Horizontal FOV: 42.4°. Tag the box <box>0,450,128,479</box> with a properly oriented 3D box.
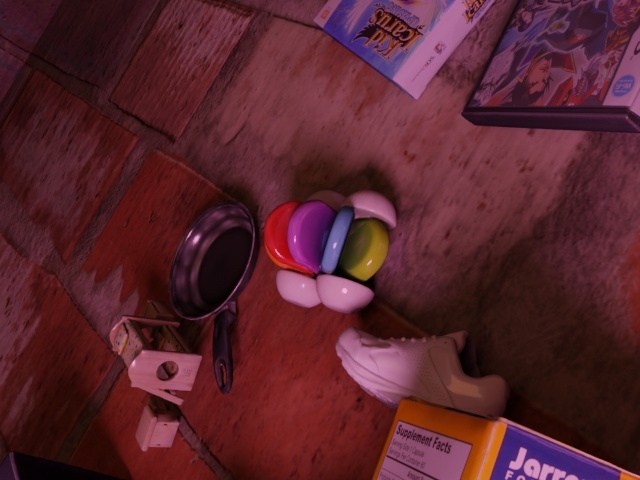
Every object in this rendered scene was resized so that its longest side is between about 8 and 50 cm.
[{"bbox_3d":[-0.395,0.539,1.078,0.395,0.212,0.293,-53,40,6],"label":"box"}]

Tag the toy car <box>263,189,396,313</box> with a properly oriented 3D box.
[{"bbox_3d":[0.000,0.000,1.056,0.182,0.136,0.159,4,69,48],"label":"toy car"}]

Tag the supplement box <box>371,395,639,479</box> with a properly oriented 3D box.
[{"bbox_3d":[0.117,0.325,0.632,0.356,0.195,0.194,-68,11,-10],"label":"supplement box"}]

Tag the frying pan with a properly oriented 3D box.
[{"bbox_3d":[-0.133,0.063,1.228,0.197,0.053,0.326,-54,41,8],"label":"frying pan"}]

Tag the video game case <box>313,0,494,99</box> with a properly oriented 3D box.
[{"bbox_3d":[0.134,-0.364,1.206,0.244,0.061,0.269,-52,40,10],"label":"video game case"}]

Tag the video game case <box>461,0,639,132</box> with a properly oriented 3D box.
[{"bbox_3d":[0.302,-0.241,0.930,0.275,0.035,0.248,19,81,62],"label":"video game case"}]

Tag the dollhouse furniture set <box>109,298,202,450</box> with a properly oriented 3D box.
[{"bbox_3d":[-0.276,0.194,1.230,0.182,0.101,0.161,39,113,54],"label":"dollhouse furniture set"}]

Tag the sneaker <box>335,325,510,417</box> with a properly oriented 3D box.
[{"bbox_3d":[0.115,0.141,0.898,0.232,0.090,0.115,30,83,42],"label":"sneaker"}]
